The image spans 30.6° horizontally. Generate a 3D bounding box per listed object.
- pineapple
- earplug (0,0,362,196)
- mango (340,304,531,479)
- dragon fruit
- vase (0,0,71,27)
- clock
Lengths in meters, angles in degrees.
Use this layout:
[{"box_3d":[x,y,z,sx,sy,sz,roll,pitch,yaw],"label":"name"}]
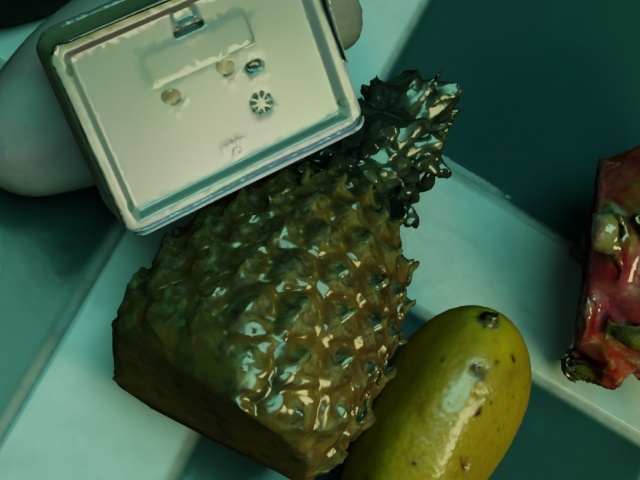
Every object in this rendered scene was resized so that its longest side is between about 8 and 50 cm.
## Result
[{"box_3d":[0.000,0.000,0.891,0.202,0.202,0.362,35,61,-6],"label":"pineapple"},{"box_3d":[-0.135,-0.138,0.907,0.301,0.172,0.172,-39,90,-16],"label":"earplug"},{"box_3d":[0.085,0.156,0.903,0.109,0.147,0.227,27,91,10],"label":"mango"},{"box_3d":[0.269,0.024,0.963,0.147,0.211,0.282,11,90,-2],"label":"dragon fruit"},{"box_3d":[-0.286,-0.339,0.908,0.173,0.173,0.321,-27,79,-22],"label":"vase"},{"box_3d":[-0.081,-0.109,0.817,0.192,0.071,0.147,-28,115,-15],"label":"clock"}]
